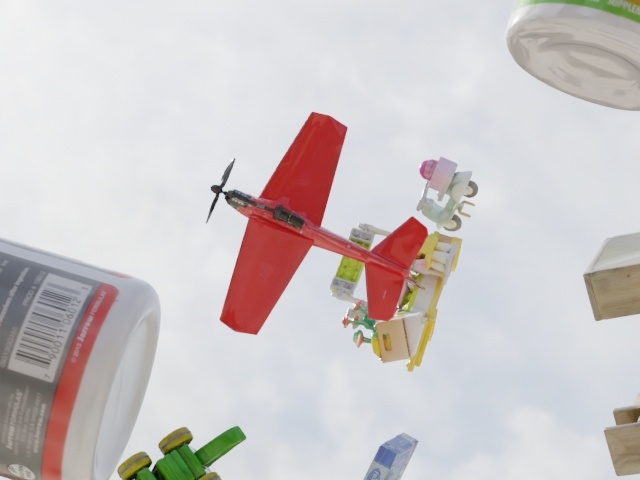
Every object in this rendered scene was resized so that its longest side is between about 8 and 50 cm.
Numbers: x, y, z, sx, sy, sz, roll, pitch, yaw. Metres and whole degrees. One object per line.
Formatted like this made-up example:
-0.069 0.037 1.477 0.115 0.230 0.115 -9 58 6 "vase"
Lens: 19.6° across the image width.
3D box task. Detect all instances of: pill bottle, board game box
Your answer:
-0.346 0.088 1.698 0.362 0.210 0.210 17 -27 6 "pill bottle"
0.054 0.225 1.704 0.020 0.090 0.090 28 10 14 "board game box"
0.231 -0.229 1.320 0.136 0.246 0.136 19 -14 5 "pill bottle"

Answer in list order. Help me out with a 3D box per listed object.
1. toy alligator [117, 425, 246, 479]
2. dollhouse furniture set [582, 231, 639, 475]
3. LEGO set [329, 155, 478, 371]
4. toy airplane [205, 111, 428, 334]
-0.142 0.204 1.470 0.189 0.056 0.051 -31 -17 -22 "toy alligator"
0.337 0.111 1.558 0.161 0.212 0.242 -11 -76 24 "dollhouse furniture set"
0.058 0.041 1.696 0.107 0.287 0.132 17 -53 7 "LEGO set"
0.000 0.000 1.142 0.151 0.151 0.028 14 -9 -10 "toy airplane"
